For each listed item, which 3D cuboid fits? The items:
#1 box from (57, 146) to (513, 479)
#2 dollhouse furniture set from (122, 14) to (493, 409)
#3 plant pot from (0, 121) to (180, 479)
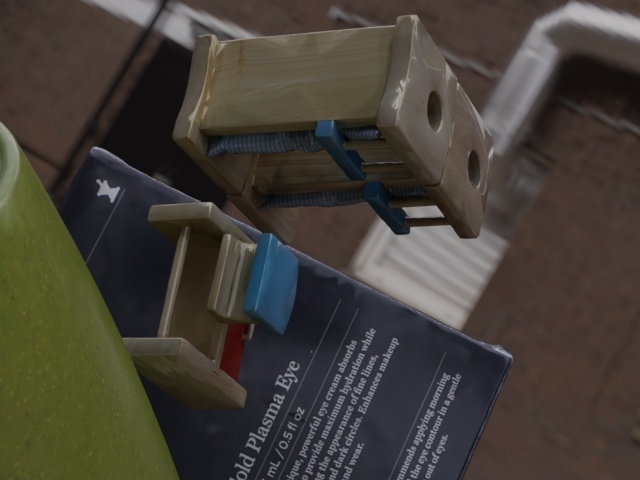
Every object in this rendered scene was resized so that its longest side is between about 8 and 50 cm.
[{"bbox_3d":[-0.094,0.169,1.034,0.312,0.343,0.179,28,-16,-4],"label":"box"},{"bbox_3d":[0.000,0.000,0.803,0.129,0.184,0.129,-2,-27,27],"label":"dollhouse furniture set"},{"bbox_3d":[-0.170,0.100,0.594,0.275,0.275,0.293,29,-47,34],"label":"plant pot"}]
